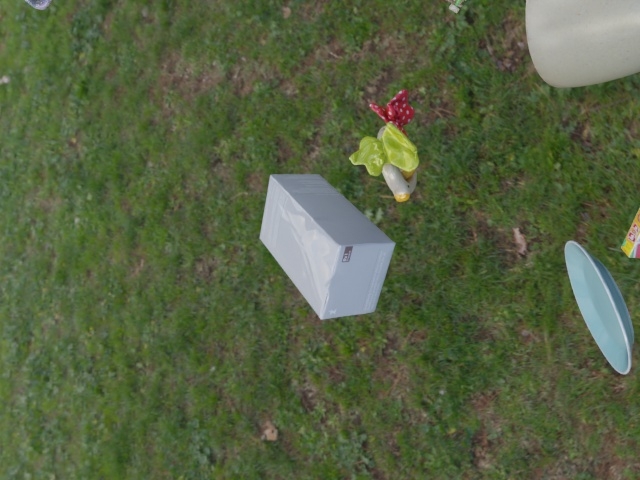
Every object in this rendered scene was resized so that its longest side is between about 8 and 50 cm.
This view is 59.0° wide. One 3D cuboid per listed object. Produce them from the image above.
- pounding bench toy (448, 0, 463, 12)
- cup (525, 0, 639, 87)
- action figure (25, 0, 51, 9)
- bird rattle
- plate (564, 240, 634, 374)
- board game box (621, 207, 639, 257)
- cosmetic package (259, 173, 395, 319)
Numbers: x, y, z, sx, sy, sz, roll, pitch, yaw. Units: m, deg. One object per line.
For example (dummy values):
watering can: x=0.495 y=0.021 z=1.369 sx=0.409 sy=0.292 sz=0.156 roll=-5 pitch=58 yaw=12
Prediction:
pounding bench toy: x=0.301 y=-0.537 z=1.207 sx=0.065 sy=0.052 sz=0.083 roll=-37 pitch=46 yaw=51
cup: x=0.568 y=-0.442 z=1.022 sx=0.237 sy=0.331 sz=0.331 roll=20 pitch=97 yaw=47
action figure: x=-0.596 y=-0.409 z=0.832 sx=0.276 sy=0.248 sz=0.370 roll=-20 pitch=35 yaw=2
bird rattle: x=0.161 y=-0.203 z=1.281 sx=0.143 sy=0.207 sz=0.253 roll=-15 pitch=30 yaw=19
plate: x=0.379 y=0.085 z=0.761 sx=0.024 sy=0.188 sz=0.188 roll=-20 pitch=69 yaw=11
board game box: x=0.621 y=-0.025 z=0.883 sx=0.039 sy=0.259 sz=0.124 roll=-98 pitch=11 yaw=-55
cosmetic package: x=0.000 y=0.000 z=0.866 sx=0.238 sy=0.107 sz=0.127 roll=47 pitch=132 yaw=45
